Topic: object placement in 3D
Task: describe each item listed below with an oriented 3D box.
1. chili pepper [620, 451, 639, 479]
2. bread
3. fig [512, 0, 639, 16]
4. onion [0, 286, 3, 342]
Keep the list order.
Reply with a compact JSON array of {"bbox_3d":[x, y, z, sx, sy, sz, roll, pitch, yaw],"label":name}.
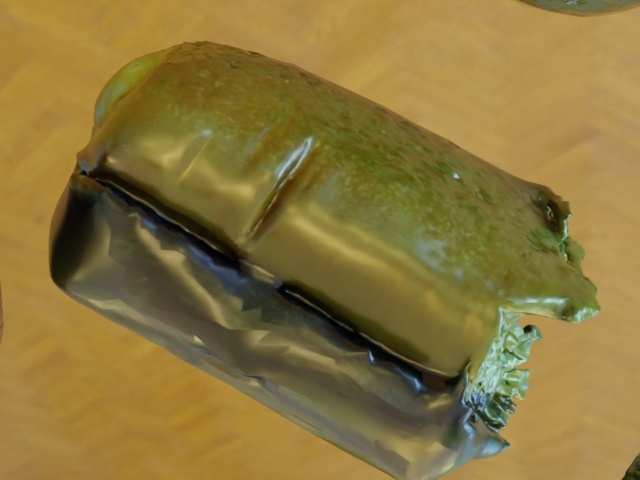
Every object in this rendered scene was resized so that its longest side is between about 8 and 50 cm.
[{"bbox_3d":[0.207,0.079,0.672,0.062,0.216,0.108,28,163,5],"label":"chili pepper"},{"bbox_3d":[0.000,0.000,0.971,0.377,0.251,0.208,27,110,0],"label":"bread"},{"bbox_3d":[0.136,-0.234,0.853,0.225,0.203,0.203,-5,154,-18],"label":"fig"},{"bbox_3d":[-0.372,0.052,0.951,0.314,0.232,0.314,1,136,1],"label":"onion"}]
